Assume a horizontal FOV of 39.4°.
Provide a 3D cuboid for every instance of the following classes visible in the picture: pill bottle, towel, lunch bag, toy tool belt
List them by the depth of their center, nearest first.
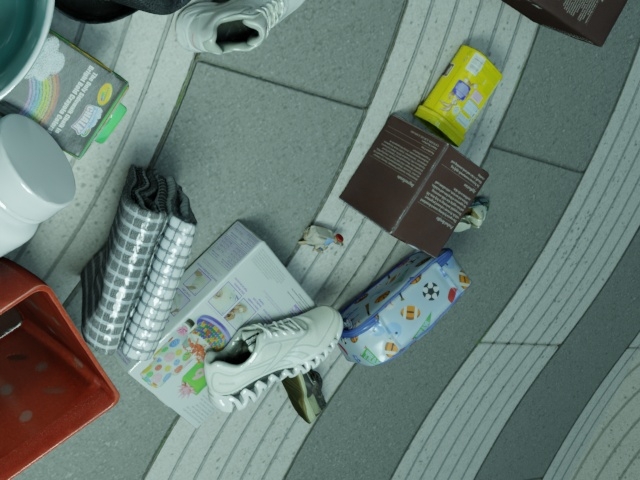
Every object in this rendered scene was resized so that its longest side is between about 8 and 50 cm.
[{"bbox_3d":[-0.469,-0.038,1.156,0.283,0.160,0.160,-28,140,16],"label":"pill bottle"},{"bbox_3d":[-0.283,0.023,1.366,0.121,0.283,0.234,15,103,-18],"label":"towel"},{"bbox_3d":[0.000,0.000,1.758,0.083,0.052,0.051,15,138,-42],"label":"toy tool belt"},{"bbox_3d":[0.151,0.137,1.855,0.303,0.243,0.115,-37,99,-14],"label":"lunch bag"}]

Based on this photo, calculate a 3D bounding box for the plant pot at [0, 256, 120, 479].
[{"bbox_3d":[-0.498,0.167,1.289,0.267,0.236,0.267,-36,136,-18],"label":"plant pot"}]

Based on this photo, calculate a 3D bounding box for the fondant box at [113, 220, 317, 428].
[{"bbox_3d":[-0.191,0.158,1.655,0.330,0.096,0.238,-46,137,-9],"label":"fondant box"}]

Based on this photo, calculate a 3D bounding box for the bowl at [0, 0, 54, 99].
[{"bbox_3d":[-0.456,-0.285,1.031,0.312,0.163,0.311,-1,97,-9],"label":"bowl"}]

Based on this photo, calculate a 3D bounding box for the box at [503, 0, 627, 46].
[{"bbox_3d":[0.393,-0.504,1.658,0.382,0.191,0.143,12,108,-44],"label":"box"}]

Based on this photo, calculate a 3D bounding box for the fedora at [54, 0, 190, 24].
[{"bbox_3d":[-0.225,-0.411,1.146,0.334,0.153,0.334,-45,155,-27],"label":"fedora"}]

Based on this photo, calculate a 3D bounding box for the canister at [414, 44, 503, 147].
[{"bbox_3d":[0.278,-0.288,1.785,0.126,0.073,0.169,31,93,-48],"label":"canister"}]

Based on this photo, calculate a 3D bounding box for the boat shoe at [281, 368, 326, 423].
[{"bbox_3d":[-0.033,0.305,1.906,0.073,0.080,0.223,-39,141,-23],"label":"boat shoe"}]

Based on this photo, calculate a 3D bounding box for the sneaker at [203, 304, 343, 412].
[{"bbox_3d":[-0.083,0.194,1.633,0.292,0.110,0.118,-31,125,-23],"label":"sneaker"}]

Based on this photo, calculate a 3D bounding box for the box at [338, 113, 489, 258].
[{"bbox_3d":[0.183,-0.106,1.752,0.168,0.167,0.203,27,97,-48],"label":"box"}]

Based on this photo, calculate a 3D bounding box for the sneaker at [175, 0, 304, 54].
[{"bbox_3d":[-0.101,-0.342,1.387,0.232,0.115,0.090,-34,134,-20],"label":"sneaker"}]

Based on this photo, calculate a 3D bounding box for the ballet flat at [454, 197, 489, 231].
[{"bbox_3d":[0.322,-0.046,1.989,0.189,0.070,0.070,-18,127,-32],"label":"ballet flat"}]

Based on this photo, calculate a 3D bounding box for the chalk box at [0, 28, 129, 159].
[{"bbox_3d":[-0.367,-0.211,1.234,0.132,0.132,0.213,-55,138,1],"label":"chalk box"}]
